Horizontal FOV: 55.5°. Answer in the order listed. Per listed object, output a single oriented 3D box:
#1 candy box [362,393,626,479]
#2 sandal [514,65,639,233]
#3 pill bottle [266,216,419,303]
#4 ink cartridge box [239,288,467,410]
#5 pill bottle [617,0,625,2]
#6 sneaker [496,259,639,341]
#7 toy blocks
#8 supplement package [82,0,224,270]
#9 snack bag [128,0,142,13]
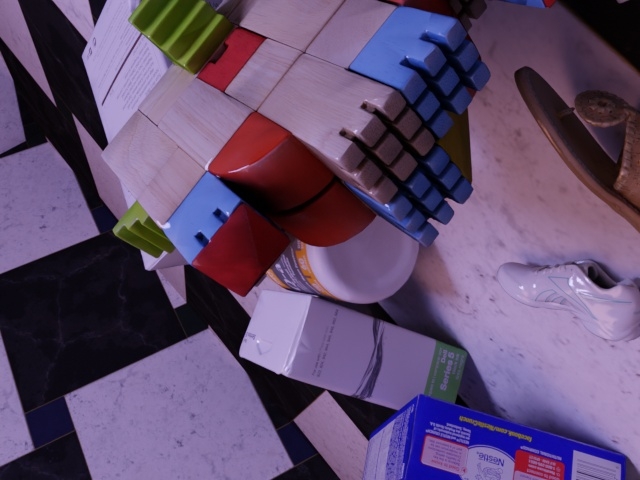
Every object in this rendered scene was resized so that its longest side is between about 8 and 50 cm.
[{"bbox_3d":[0.212,0.336,0.845,0.268,0.122,0.317,17,154,2],"label":"candy box"},{"bbox_3d":[0.247,-0.053,0.453,0.079,0.088,0.240,-32,103,36],"label":"sandal"},{"bbox_3d":[0.000,0.000,0.866,0.162,0.162,0.278,60,156,-14],"label":"pill bottle"},{"bbox_3d":[0.044,0.169,0.912,0.273,0.114,0.198,23,168,-23],"label":"ink cartridge box"},{"bbox_3d":[0.172,-0.206,0.355,0.120,0.067,0.067,58,157,-10],"label":"pill bottle"},{"bbox_3d":[0.245,0.042,0.604,0.152,0.054,0.061,23,128,46],"label":"sneaker"},{"bbox_3d":[0.009,-0.102,0.422,0.191,0.381,0.261,39,180,-43],"label":"toy blocks"},{"bbox_3d":[-0.132,-0.139,0.709,0.175,0.178,0.292,-35,71,46],"label":"supplement package"},{"bbox_3d":[-0.086,-0.374,0.406,0.342,0.037,0.323,161,115,-67],"label":"snack bag"}]
